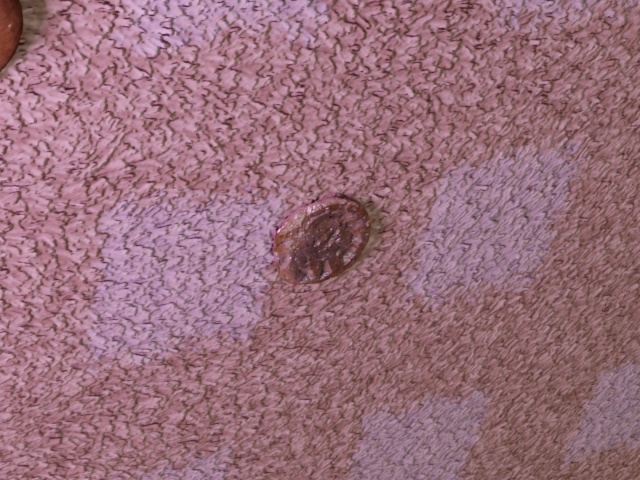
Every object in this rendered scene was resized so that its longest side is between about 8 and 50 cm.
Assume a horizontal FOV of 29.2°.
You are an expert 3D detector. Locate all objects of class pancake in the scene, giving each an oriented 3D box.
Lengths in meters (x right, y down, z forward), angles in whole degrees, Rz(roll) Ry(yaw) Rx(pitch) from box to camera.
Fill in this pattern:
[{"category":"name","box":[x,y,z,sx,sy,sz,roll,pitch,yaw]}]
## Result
[{"category":"pancake","box":[0.001,0.001,1.701,0.152,0.025,0.151,-17,135,-18]}]

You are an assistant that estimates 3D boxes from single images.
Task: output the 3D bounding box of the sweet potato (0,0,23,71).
[{"category":"sweet potato","box":[-0.347,-0.264,1.226,0.067,0.059,0.281,-19,134,-4]}]
